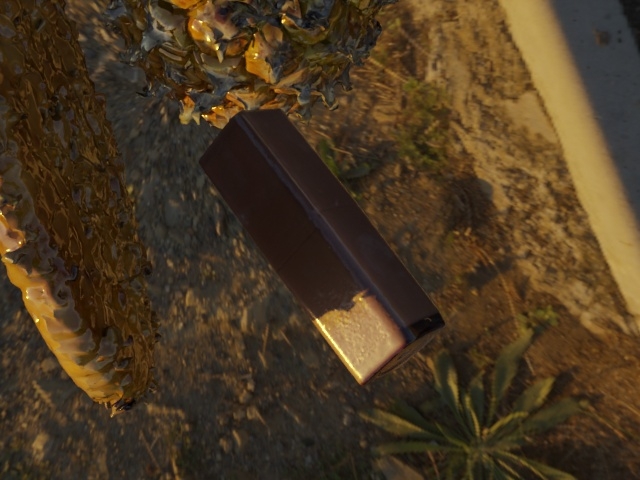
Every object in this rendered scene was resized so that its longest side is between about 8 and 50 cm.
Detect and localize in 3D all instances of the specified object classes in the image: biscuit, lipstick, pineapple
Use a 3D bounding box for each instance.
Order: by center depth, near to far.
[{"bbox_3d":[-0.120,-0.045,0.425,0.035,0.254,0.254,-18,102,-4],"label":"biscuit"},{"bbox_3d":[0.000,0.000,0.466,0.145,0.045,0.045,53,124,15],"label":"lipstick"},{"bbox_3d":[-0.078,-0.299,0.992,0.352,0.300,0.352,2,77,-10],"label":"pineapple"}]
